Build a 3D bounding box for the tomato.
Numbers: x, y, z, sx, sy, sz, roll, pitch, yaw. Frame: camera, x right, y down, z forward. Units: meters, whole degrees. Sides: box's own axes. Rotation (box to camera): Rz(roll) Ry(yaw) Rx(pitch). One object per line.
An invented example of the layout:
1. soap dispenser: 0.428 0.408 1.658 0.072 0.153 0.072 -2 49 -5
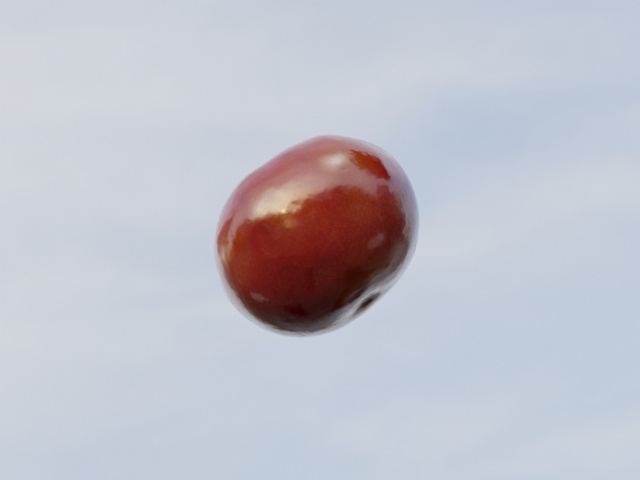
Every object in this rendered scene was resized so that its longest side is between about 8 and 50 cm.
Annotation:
1. tomato: 0.000 0.000 1.568 0.195 0.136 0.195 -34 -17 -12
